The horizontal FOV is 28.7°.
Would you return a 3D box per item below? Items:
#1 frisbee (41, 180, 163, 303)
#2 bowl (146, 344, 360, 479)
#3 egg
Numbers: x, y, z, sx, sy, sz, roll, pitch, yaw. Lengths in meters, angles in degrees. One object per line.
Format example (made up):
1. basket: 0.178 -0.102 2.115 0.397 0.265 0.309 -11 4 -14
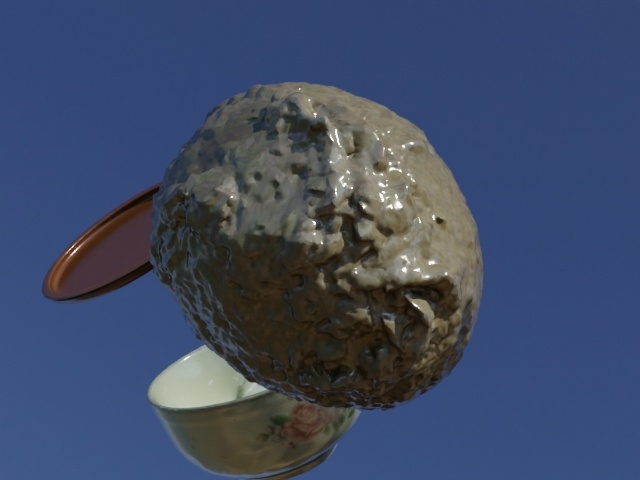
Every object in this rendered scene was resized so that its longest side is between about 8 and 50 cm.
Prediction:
1. frisbee: -0.206 -0.007 1.418 0.250 0.251 0.021 -20 -66 31
2. bowl: -0.063 0.204 1.534 0.277 0.277 0.145 -10 -74 24
3. egg: 0.000 0.000 1.062 0.310 0.279 0.279 37 -36 30
